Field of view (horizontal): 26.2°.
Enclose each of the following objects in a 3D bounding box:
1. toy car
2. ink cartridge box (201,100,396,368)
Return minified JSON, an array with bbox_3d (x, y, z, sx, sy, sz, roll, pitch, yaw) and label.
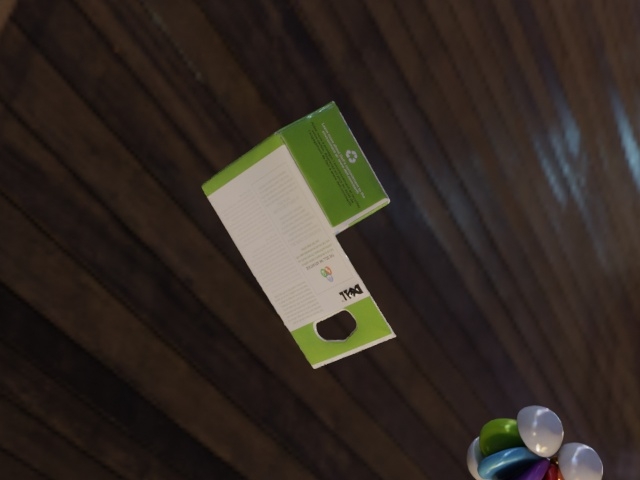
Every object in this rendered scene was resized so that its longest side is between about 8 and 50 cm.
[{"bbox_3d":[0.292,0.334,1.932,0.182,0.159,0.136,43,40,-9],"label":"toy car"},{"bbox_3d":[0.000,0.000,1.566,0.097,0.189,0.255,-32,92,-35],"label":"ink cartridge box"}]
